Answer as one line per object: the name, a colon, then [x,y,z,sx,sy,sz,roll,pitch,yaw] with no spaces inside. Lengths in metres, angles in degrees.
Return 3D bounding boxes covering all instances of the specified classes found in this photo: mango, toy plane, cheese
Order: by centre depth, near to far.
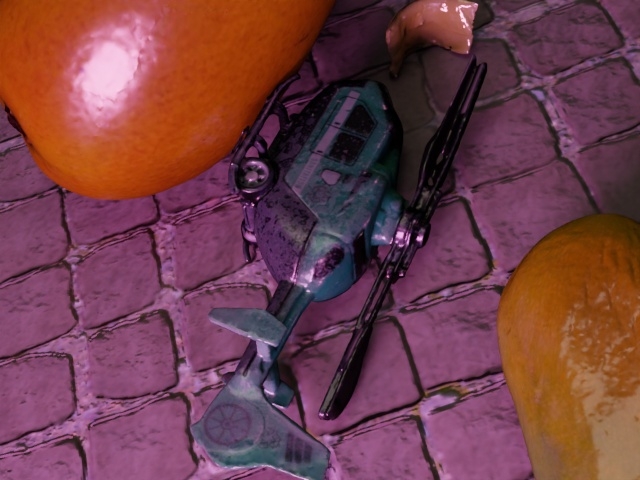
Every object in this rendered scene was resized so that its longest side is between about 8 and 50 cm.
mango: [0.188,0.089,0.704,0.137,0.091,0.237,-20,56,12]
toy plane: [0.000,0.000,0.838,0.155,0.106,0.382,17,56,17]
mango: [-0.105,-0.197,0.896,0.378,0.264,0.221,-45,76,6]
cheese: [0.093,-0.179,0.965,0.084,0.060,0.041,-15,50,0]
